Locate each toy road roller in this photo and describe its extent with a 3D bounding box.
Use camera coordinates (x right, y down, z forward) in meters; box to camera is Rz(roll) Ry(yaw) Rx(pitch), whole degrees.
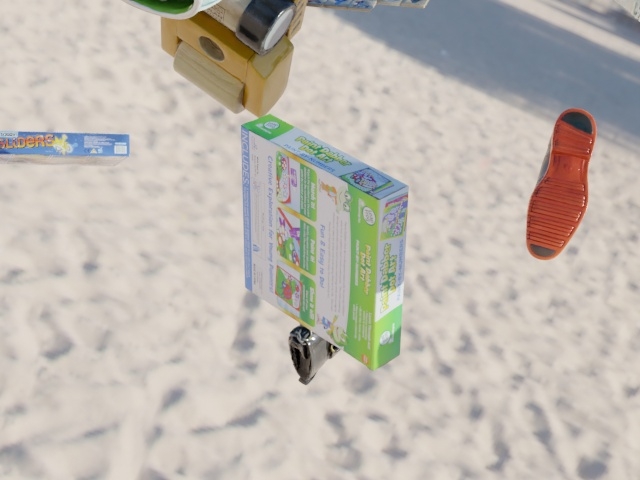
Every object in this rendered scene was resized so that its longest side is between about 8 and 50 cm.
[{"bbox_3d":[-0.104,-0.375,1.994,0.202,0.240,0.329,36,-25,8],"label":"toy road roller"}]

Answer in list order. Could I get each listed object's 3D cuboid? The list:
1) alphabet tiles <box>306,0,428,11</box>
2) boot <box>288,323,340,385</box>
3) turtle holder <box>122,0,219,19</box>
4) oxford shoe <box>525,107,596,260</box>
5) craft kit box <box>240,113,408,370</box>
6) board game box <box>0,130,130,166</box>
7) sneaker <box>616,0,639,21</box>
[{"bbox_3d":[0.070,-0.419,2.114,0.237,0.009,0.198,8,31,14],"label":"alphabet tiles"},{"bbox_3d":[0.034,0.107,2.155,0.091,0.263,0.229,30,53,30],"label":"boot"},{"bbox_3d":[-0.147,-0.395,1.469,0.243,0.227,0.320,25,-18,-31],"label":"turtle holder"},{"bbox_3d":[0.417,-0.088,2.209,0.097,0.271,0.098,19,-11,5],"label":"oxford shoe"},{"bbox_3d":[0.000,0.000,1.576,0.061,0.250,0.246,-24,41,-33],"label":"craft kit box"},{"bbox_3d":[-0.385,-0.131,1.831,0.201,0.035,0.136,0,-3,-19],"label":"board game box"},{"bbox_3d":[0.470,-0.320,1.790,0.161,0.057,0.075,31,61,30],"label":"sneaker"}]
